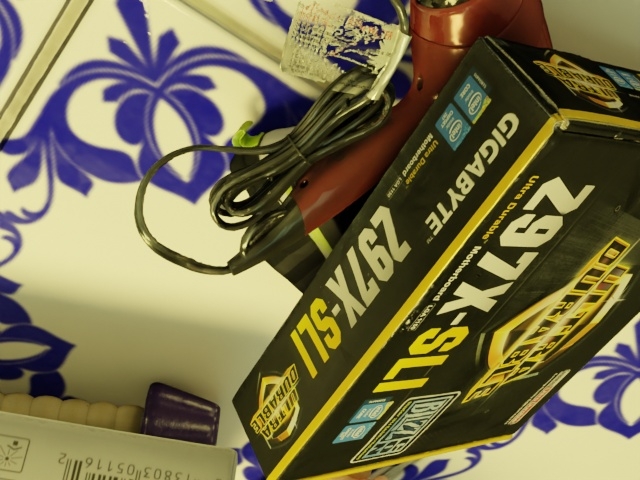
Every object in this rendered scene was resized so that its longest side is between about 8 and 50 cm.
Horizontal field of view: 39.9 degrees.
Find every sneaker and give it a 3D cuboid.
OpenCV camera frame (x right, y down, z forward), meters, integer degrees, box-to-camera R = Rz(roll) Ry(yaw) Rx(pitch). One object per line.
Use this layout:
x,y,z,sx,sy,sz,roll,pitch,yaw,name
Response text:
0.000,0.000,0.664,0.097,0.084,0.234,6,137,29,sneaker

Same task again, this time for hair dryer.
0.044,-0.077,0.543,0.293,0.080,0.223,7,127,-30,hair dryer

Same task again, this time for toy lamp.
-0.229,0.159,0.796,0.275,0.080,0.080,5,132,-4,toy lamp

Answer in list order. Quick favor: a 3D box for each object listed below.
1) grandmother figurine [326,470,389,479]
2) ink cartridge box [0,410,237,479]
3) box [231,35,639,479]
0.019,0.353,0.788,0.104,0.342,0.208,-10,132,11,grandmother figurine
-0.255,0.249,0.797,0.308,0.091,0.385,11,150,-9,ink cartridge box
0.120,0.030,0.587,0.257,0.079,0.322,2,135,-39,box
